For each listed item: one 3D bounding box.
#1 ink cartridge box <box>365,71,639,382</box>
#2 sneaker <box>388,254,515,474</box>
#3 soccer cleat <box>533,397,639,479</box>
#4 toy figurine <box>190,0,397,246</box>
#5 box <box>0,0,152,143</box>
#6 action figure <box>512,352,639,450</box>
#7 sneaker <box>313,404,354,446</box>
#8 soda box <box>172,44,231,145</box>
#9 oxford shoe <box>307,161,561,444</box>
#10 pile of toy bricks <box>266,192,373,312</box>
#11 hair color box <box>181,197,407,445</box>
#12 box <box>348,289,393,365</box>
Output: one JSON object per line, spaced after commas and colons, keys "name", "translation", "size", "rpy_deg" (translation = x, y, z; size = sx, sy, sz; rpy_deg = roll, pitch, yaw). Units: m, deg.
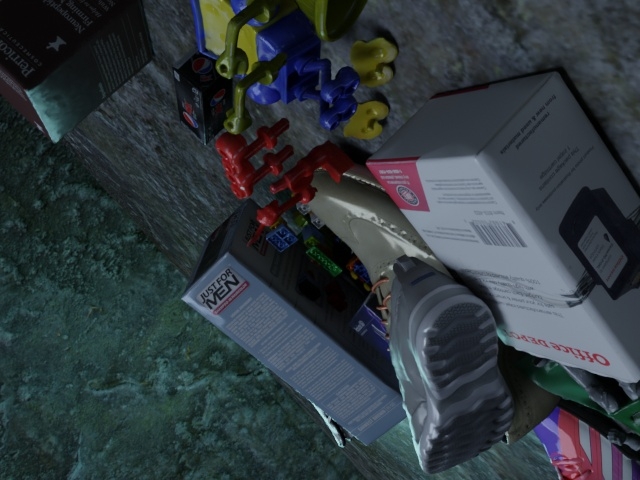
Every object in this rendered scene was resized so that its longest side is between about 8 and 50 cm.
{"name": "ink cartridge box", "translation": [0.174, -0.009, 0.660], "size": [0.237, 0.100, 0.172], "rpy_deg": [50, 164, -19]}
{"name": "sneaker", "translation": [0.125, 0.128, 0.796], "size": [0.115, 0.105, 0.281], "rpy_deg": [-122, 18, -47]}
{"name": "soccer cleat", "translation": [0.365, 0.326, 1.007], "size": [0.318, 0.116, 0.108], "rpy_deg": [45, 164, -6]}
{"name": "toy figurine", "translation": [-0.073, -0.184, 0.693], "size": [0.217, 0.191, 0.362], "rpy_deg": [44, 164, 17]}
{"name": "box", "translation": [-0.372, -0.285, 1.108], "size": [0.168, 0.203, 0.167], "rpy_deg": [41, 163, 8]}
{"name": "action figure", "translation": [0.324, 0.169, 0.787], "size": [0.232, 0.063, 0.137], "rpy_deg": [38, 133, -3]}
{"name": "sneaker", "translation": [0.008, 0.232, 1.479], "size": [0.257, 0.169, 0.447], "rpy_deg": [49, 178, 31]}
{"name": "soda box", "translation": [-0.158, -0.196, 1.070], "size": [0.053, 0.060, 0.169], "rpy_deg": [41, 163, 6]}
{"name": "oxford shoe", "translation": [0.113, 0.060, 0.896], "size": [0.397, 0.146, 0.140], "rpy_deg": [40, 164, 12]}
{"name": "pile of toy bricks", "translation": [0.000, 0.000, 1.140], "size": [0.212, 0.118, 0.105], "rpy_deg": [43, -160, -32]}
{"name": "hair color box", "translation": [-0.020, 0.124, 1.217], "size": [0.374, 0.113, 0.185], "rpy_deg": [42, -157, -16]}
{"name": "box", "translation": [0.152, 0.127, 1.044], "size": [0.207, 0.108, 0.153], "rpy_deg": [41, 164, 8]}
